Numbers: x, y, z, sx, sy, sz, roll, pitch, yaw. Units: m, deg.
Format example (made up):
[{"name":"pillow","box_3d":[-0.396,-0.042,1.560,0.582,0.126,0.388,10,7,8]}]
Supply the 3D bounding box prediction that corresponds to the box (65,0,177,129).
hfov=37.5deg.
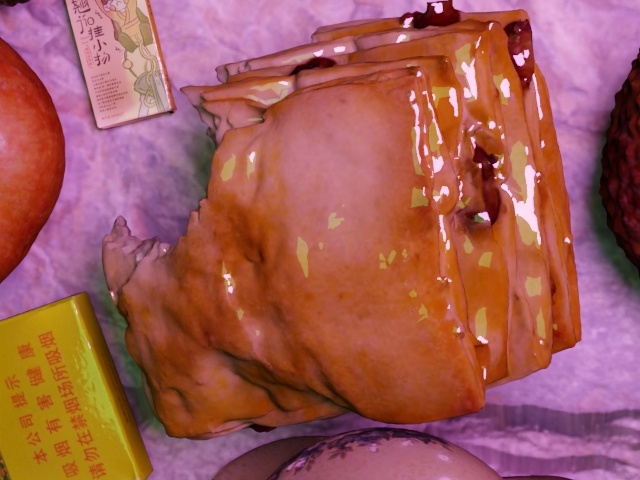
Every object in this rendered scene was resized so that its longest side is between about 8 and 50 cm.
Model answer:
[{"name":"box","box_3d":[-0.183,-0.180,0.853,0.073,0.020,0.149,-14,94,7]}]

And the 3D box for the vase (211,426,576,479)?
[{"name":"vase","box_3d":[0.077,0.254,0.761,0.330,0.302,0.240,-11,90,-14]}]

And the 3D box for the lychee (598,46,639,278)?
[{"name":"lychee","box_3d":[0.336,-0.055,0.710,0.261,0.260,0.260,0,95,5]}]

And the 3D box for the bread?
[{"name":"bread","box_3d":[0.000,0.000,0.718,0.370,0.191,0.314,-10,101,15]}]

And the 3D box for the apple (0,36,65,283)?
[{"name":"apple","box_3d":[-0.365,-0.066,0.750,0.310,0.250,0.277,-13,93,-11]}]

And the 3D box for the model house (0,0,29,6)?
[{"name":"model house","box_3d":[-0.291,-0.283,0.825,0.165,0.106,0.152,12,112,39]}]

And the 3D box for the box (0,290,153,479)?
[{"name":"box","box_3d":[-0.345,0.188,0.890,0.335,0.047,0.186,-19,94,8]}]
